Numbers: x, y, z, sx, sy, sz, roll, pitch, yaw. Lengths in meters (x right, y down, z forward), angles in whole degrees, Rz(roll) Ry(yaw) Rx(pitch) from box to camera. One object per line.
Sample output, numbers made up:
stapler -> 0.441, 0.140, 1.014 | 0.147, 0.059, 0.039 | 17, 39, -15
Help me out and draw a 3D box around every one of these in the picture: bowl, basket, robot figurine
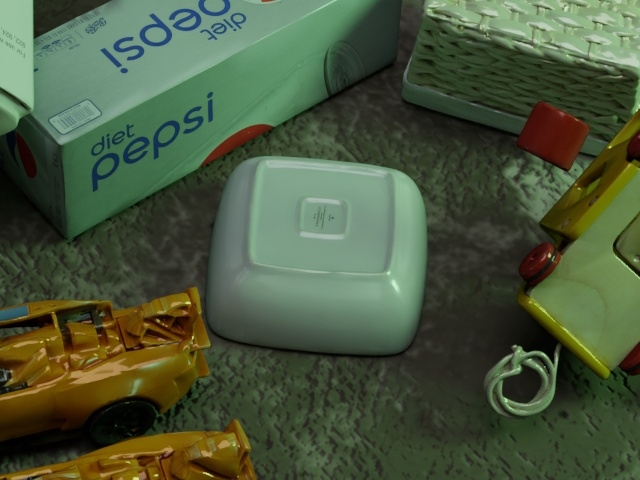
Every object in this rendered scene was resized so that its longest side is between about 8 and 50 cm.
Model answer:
bowl -> 0.000, 0.000, 1.257 | 0.142, 0.053, 0.142 | 6, 49, -1
basket -> 0.149, -0.143, 1.341 | 0.167, 0.103, 0.113 | 16, 62, 8
robot figurine -> -0.194, 0.121, 1.121 | 0.291, 0.085, 0.211 | -12, 52, -14

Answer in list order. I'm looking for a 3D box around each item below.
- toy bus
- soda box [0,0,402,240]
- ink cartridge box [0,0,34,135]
toy bus -> 0.188, 0.003, 1.234 | 0.202, 0.191, 0.104 | -3, 8, -8
soda box -> -0.079, -0.119, 1.317 | 0.286, 0.098, 0.091 | -30, 58, -26
ink cartridge box -> -0.290, -0.176, 1.257 | 0.198, 0.115, 0.273 | -24, 54, 28
